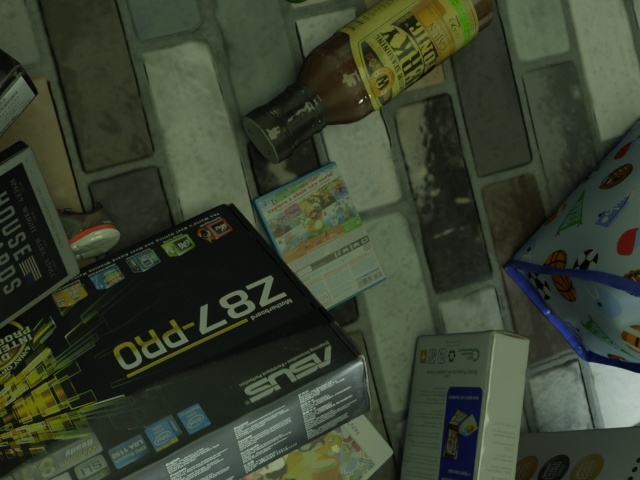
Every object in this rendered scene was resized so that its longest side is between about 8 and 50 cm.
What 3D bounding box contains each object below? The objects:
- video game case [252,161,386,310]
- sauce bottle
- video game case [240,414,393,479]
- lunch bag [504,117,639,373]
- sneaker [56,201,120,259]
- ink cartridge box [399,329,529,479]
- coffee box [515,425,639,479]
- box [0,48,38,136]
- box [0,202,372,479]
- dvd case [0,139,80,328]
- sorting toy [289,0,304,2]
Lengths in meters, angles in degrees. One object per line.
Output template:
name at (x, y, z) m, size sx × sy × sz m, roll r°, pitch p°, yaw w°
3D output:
video game case at (0.000, 0.000, 1.307) m, size 0.119 × 0.015 × 0.166 m, roll -27°, pitch 99°, yaw -16°
sauce bottle at (0.059, -0.217, 1.276) m, size 0.344 × 0.111 × 0.111 m, roll -39°, pitch 102°, yaw -14°
video game case at (-0.050, 0.265, 1.286) m, size 0.227 × 0.026 × 0.206 m, roll -41°, pitch 103°, yaw -14°
lunch bag at (0.478, 0.006, 1.279) m, size 0.239 × 0.385 × 0.328 m, roll 45°, pitch 76°, yaw -14°
sneaker at (-0.313, -0.002, 1.186) m, size 0.157 × 0.061 × 0.065 m, roll -17°, pitch 69°, yaw -19°
ink cartridge box at (0.160, 0.296, 1.253) m, size 0.069 × 0.175 × 0.371 m, roll 16°, pitch 77°, yaw -23°
coffee box at (0.371, 0.461, 1.241) m, size 0.338 × 0.334 × 0.338 m, roll 45°, pitch 61°, yaw -15°
box at (-0.494, -0.135, 1.047) m, size 0.295 × 0.073 × 0.293 m, roll 37°, pitch 77°, yaw 8°
box at (-0.193, 0.142, 1.088) m, size 0.394 × 0.318 × 0.097 m, roll -24°, pitch 133°, yaw -17°
dvd case at (-0.367, 0.031, 1.046) m, size 0.238 × 0.029 × 0.179 m, roll -38°, pitch 139°, yaw -27°
sorting toy at (-0.002, -0.332, 1.287) m, size 0.101 × 0.042 × 0.061 m, roll -11°, pitch 94°, yaw -19°
